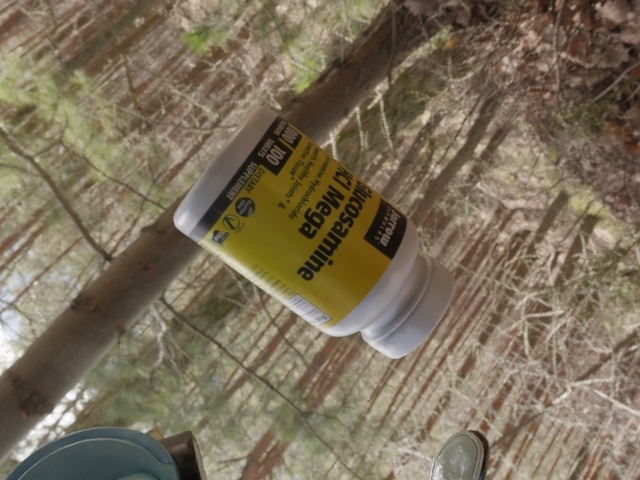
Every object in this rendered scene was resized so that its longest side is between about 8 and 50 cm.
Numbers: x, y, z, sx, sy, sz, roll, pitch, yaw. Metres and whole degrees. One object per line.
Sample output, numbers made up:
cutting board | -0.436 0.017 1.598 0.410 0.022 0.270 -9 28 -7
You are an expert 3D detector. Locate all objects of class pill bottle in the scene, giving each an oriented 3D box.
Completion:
pill bottle | 0.000 0.000 0.784 0.334 0.188 0.188 36 158 -11

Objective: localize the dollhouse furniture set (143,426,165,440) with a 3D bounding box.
dollhouse furniture set | -0.240 0.512 0.850 0.362 0.256 0.394 -6 110 66

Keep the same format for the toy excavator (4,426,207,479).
toy excavator | -0.183 0.349 0.481 0.445 0.222 0.433 97 155 -63

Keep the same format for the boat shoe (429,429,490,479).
boat shoe | 0.218 0.381 0.951 0.084 0.079 0.233 39 129 48
